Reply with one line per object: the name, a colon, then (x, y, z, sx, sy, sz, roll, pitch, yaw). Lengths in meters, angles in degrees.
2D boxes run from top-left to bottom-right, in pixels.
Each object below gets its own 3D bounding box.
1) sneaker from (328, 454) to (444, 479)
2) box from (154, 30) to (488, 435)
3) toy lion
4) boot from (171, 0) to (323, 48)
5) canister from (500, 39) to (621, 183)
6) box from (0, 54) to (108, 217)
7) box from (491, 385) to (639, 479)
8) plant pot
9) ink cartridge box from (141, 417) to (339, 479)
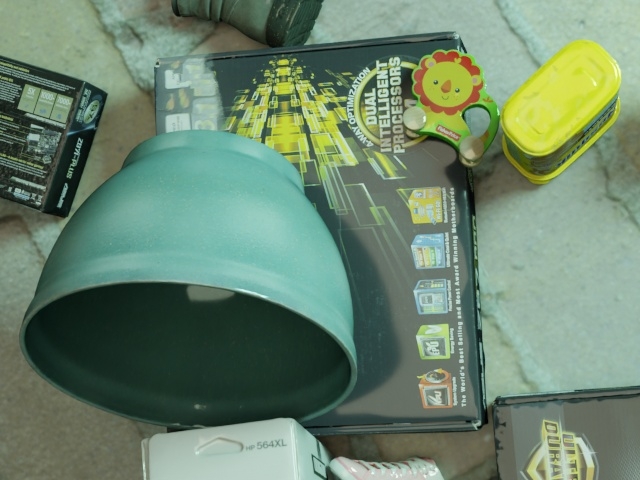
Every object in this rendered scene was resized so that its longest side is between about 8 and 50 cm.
sneaker: (0.072, 0.233, 1.337, 0.134, 0.051, 0.070, 37, 85, -26)
box: (0.000, 0.000, 1.366, 0.318, 0.097, 0.394, -3, 84, 12)
toy lion: (0.129, -0.133, 1.296, 0.100, 0.034, 0.096, 29, 82, 11)
boot: (-0.053, -0.328, 1.413, 0.161, 0.083, 0.246, 26, 89, 17)
canister: (0.231, -0.122, 1.296, 0.126, 0.170, 0.073, -43, 80, 5)
box: (-0.342, -0.121, 1.445, 0.180, 0.077, 0.147, 17, 89, 11)
box: (0.325, 0.285, 1.300, 0.293, 0.073, 0.295, -5, 85, 11)
plant pot: (-0.107, 0.025, 1.215, 0.293, 0.293, 0.196, -1, 59, 10)
ink cartridge box: (-0.070, 0.239, 1.299, 0.148, 0.203, 0.085, -10, 70, 10)
